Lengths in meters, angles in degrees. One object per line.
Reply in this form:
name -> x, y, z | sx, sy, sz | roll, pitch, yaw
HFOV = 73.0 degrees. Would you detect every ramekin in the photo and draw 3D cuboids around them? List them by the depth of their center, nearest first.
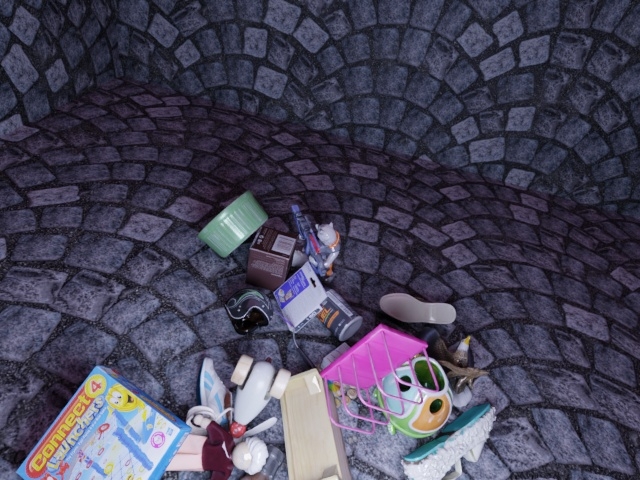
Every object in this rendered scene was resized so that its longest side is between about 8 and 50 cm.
ramekin -> -0.369, -0.065, 1.873 | 0.148, 0.303, 0.303 | 48, 40, -7

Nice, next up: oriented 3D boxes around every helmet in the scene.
helmet -> -0.262, 0.257, 1.618 | 0.161, 0.169, 0.169 | -25, 51, -19

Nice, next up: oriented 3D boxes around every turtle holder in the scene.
turtle holder -> 0.326, 0.481, 1.463 | 0.243, 0.227, 0.320 | 17, 43, 1

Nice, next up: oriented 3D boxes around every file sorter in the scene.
file sorter -> 0.175, 0.427, 1.298 | 0.202, 0.291, 0.182 | 26, 34, -30

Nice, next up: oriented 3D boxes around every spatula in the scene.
spatula -> -0.084, 0.370, 1.581 | 0.030, 0.084, 0.296 | -32, 66, -2

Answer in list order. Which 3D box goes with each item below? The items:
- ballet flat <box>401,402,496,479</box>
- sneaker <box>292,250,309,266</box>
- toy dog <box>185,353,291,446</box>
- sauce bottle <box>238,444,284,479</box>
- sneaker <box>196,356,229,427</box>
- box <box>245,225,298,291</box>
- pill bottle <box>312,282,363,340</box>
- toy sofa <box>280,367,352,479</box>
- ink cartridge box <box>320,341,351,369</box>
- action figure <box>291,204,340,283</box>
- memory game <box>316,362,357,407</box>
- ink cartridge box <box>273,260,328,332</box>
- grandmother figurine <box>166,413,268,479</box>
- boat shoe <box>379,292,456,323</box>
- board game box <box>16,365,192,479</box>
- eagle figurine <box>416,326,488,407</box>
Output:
ballet flat -> 0.428, 0.669, 1.385 | 0.409, 0.147, 0.147 | -17, 48, -30
sneaker -> -0.139, 0.060, 1.959 | 0.212, 0.094, 0.080 | 3, 38, -15
toy dog -> -0.211, 0.470, 1.271 | 0.220, 0.334, 0.161 | 44, 9, 0
sauce bottle -> -0.200, 0.705, 1.124 | 0.111, 0.111, 0.344 | 24, 37, 11
sneaker -> -0.344, 0.481, 1.382 | 0.092, 0.087, 0.229 | 4, 46, -24
box -> -0.206, 0.080, 1.822 | 0.167, 0.203, 0.168 | 16, 37, 1
pill bottle -> 0.042, 0.273, 1.724 | 0.130, 0.130, 0.245 | -22, 50, -38
toy sofa -> -0.022, 0.595, 1.304 | 0.150, 0.177, 0.362 | -21, 42, 5
ink cartridge box -> 0.074, 0.441, 1.567 | 0.088, 0.052, 0.122 | 38, 45, 27
action figure -> 0.000, 0.000, 1.822 | 0.178, 0.330, 0.341 | -17, 71, -14
memory game -> 0.045, 0.506, 1.529 | 0.186, 0.012, 0.186 | 9, 38, -7
ink cartridge box -> -0.073, 0.220, 1.708 | 0.045, 0.208, 0.206 | 33, 19, -45
grandmother figurine -> -0.307, 0.579, 1.163 | 0.342, 0.208, 0.104 | -4, 11, 9
boat shoe -> 0.404, 0.296, 1.844 | 0.324, 0.097, 0.117 | 8, 79, -3
board game box -> -0.548, 0.538, 1.110 | 0.302, 0.086, 0.308 | 28, 73, 16
eagle figurine -> 0.509, 0.452, 1.643 | 0.226, 0.225, 0.298 | 56, -1, -6
